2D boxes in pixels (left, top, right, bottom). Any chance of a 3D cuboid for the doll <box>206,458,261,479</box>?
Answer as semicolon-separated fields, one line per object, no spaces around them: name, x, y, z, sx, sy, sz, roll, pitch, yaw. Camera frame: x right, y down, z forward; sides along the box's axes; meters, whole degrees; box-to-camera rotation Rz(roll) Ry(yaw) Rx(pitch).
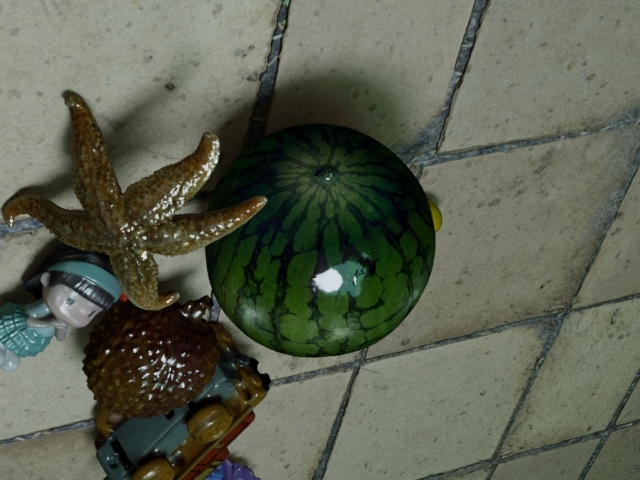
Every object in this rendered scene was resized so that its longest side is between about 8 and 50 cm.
doll;-0.204;0.444;2.532;0.206;0.067;0.110;9;143;-27

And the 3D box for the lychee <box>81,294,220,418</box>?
lychee;-0.254;0.168;2.079;0.238;0.200;0.200;-48;141;6

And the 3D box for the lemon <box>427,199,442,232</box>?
lemon;0.168;-0.037;2.234;0.062;0.062;0.083;-44;142;16

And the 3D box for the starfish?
starfish;-0.253;-0.027;1.806;0.375;0.094;0.327;8;126;11

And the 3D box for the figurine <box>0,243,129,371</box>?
figurine;-0.389;0.099;1.971;0.245;0.110;0.138;-37;153;13

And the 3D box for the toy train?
toy train;-0.232;0.312;2.282;0.369;0.163;0.232;-45;154;18

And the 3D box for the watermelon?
watermelon;0.000;0.000;1.941;0.363;0.363;0.363;-19;142;-16
